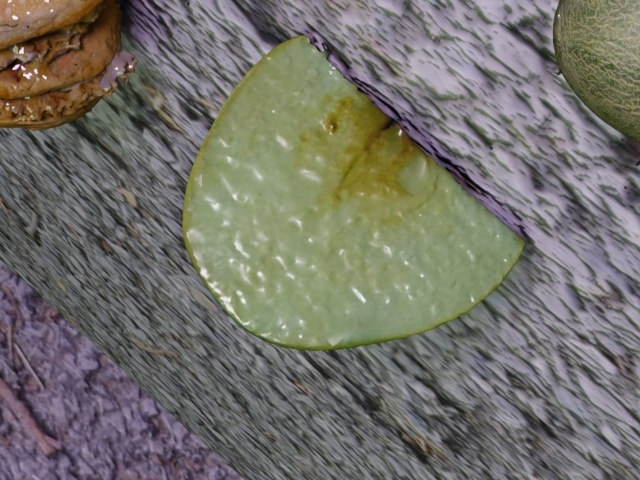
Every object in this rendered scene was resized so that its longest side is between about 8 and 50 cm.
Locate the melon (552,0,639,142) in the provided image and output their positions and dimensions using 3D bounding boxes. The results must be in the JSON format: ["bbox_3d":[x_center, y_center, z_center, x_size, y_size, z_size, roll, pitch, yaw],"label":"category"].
[{"bbox_3d":[0.220,-0.110,0.555,0.192,0.139,0.139,21,145,38],"label":"melon"}]

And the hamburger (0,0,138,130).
[{"bbox_3d":[-0.308,-0.232,1.021,0.261,0.245,0.211,22,150,-1],"label":"hamburger"}]

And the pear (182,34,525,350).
[{"bbox_3d":[-0.004,-0.001,0.914,0.288,0.239,0.139,43,153,3],"label":"pear"}]
